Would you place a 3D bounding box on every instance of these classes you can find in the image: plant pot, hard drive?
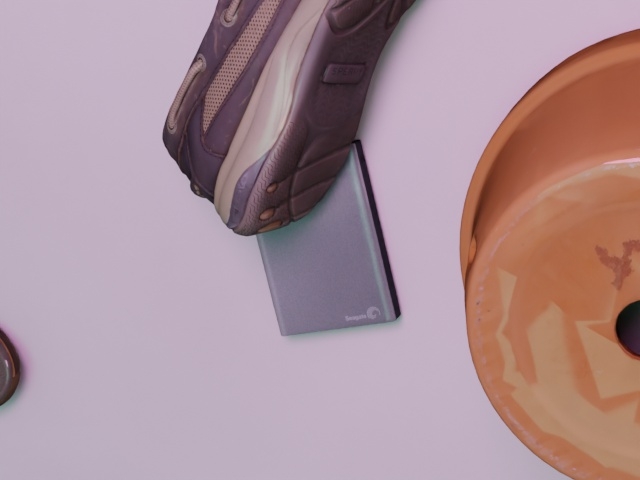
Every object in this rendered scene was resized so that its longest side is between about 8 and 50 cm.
[{"bbox_3d":[0.208,0.026,0.762,0.291,0.203,0.291,6,108,20],"label":"plant pot"},{"bbox_3d":[0.000,0.000,0.936,0.094,0.022,0.135,-9,101,23],"label":"hard drive"}]

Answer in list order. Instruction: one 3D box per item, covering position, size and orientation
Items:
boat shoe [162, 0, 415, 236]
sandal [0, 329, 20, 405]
[{"bbox_3d":[-0.012,-0.177,0.832,0.130,0.132,0.355,33,106,21],"label":"boat shoe"},{"bbox_3d":[-0.352,0.073,1.075,0.219,0.060,0.090,39,115,8],"label":"sandal"}]
